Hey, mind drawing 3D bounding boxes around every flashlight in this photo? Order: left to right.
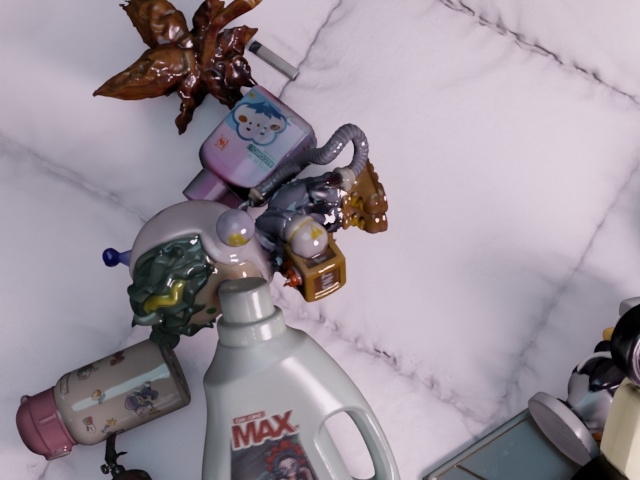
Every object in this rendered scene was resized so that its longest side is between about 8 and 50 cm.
[{"bbox_3d":[-0.068,-0.264,2.010,0.083,0.018,0.018,36,85,11],"label":"flashlight"}]

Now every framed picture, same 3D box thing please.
[{"bbox_3d":[0.298,0.382,1.851,0.209,0.019,0.281,-32,78,-2],"label":"framed picture"}]

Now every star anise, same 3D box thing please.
[{"bbox_3d":[-0.169,-0.299,1.957,0.346,0.148,0.237,-38,78,13],"label":"star anise"}]

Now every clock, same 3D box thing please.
[{"bbox_3d":[0.447,0.265,1.718,0.276,0.120,0.379,9,110,-22],"label":"clock"}]

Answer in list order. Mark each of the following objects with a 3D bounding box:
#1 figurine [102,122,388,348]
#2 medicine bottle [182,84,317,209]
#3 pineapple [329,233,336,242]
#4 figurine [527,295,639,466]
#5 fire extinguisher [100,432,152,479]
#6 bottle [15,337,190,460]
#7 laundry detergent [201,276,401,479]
[{"bbox_3d":[-0.091,0.016,1.841,0.382,0.261,0.186,-19,50,-11],"label":"figurine"},{"bbox_3d":[-0.105,-0.111,1.942,0.119,0.094,0.188,39,84,12],"label":"medicine bottle"},{"bbox_3d":[0.000,0.000,1.951,0.045,0.019,0.083,-22,75,3],"label":"pineapple"},{"bbox_3d":[0.401,0.186,1.814,0.236,0.176,0.133,-41,61,-12],"label":"figurine"},{"bbox_3d":[-0.227,0.390,1.853,0.072,0.089,0.267,-24,76,-31],"label":"fire extinguisher"},{"bbox_3d":[-0.302,0.220,1.882,0.233,0.110,0.110,-23,78,-1],"label":"bottle"},{"bbox_3d":[-0.043,0.238,1.769,0.264,0.124,0.397,-11,106,-1],"label":"laundry detergent"}]
